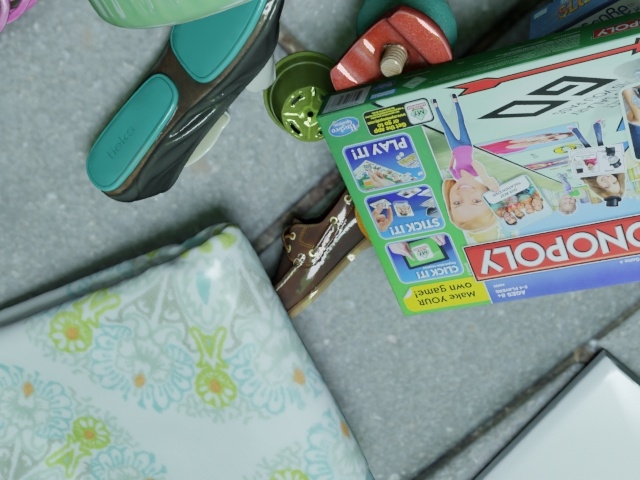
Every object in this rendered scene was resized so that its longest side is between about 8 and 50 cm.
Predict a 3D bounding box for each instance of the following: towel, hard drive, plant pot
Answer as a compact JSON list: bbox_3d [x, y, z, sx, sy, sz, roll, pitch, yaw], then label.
[{"bbox_3d":[-0.172,0.182,0.968,0.374,0.090,0.320,-21,113,18],"label":"towel"},{"bbox_3d":[0.281,0.324,1.074,0.233,0.047,0.353,41,106,3],"label":"hard drive"},{"bbox_3d":[-0.011,-0.126,0.893,0.083,0.079,0.083,-1,111,-3],"label":"plant pot"}]

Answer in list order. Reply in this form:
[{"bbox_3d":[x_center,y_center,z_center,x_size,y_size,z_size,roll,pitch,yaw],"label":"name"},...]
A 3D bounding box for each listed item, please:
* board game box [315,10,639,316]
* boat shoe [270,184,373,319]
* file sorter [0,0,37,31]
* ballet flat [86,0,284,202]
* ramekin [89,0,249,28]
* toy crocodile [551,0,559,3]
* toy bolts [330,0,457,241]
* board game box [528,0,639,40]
[{"bbox_3d":[0.181,-0.054,0.769,0.317,0.046,0.213,-12,121,25],"label":"board game box"},{"bbox_3d":[0.000,0.000,0.952,0.207,0.073,0.073,-44,106,6],"label":"boat shoe"},{"bbox_3d":[-0.334,-0.221,0.726,0.202,0.290,0.182,-19,115,5],"label":"file sorter"},{"bbox_3d":[-0.106,-0.145,0.877,0.280,0.095,0.096,-46,151,24],"label":"ballet flat"},{"bbox_3d":[-0.073,-0.283,0.715,0.303,0.303,0.148,-22,120,6],"label":"ramekin"},{"bbox_3d":[0.358,-0.273,0.835,0.341,0.115,0.105,-23,112,6],"label":"toy crocodile"},{"bbox_3d":[0.104,-0.124,0.872,0.218,0.158,0.228,-30,113,33],"label":"toy bolts"},{"bbox_3d":[0.292,-0.182,0.792,0.136,0.035,0.201,28,149,-30],"label":"board game box"}]
